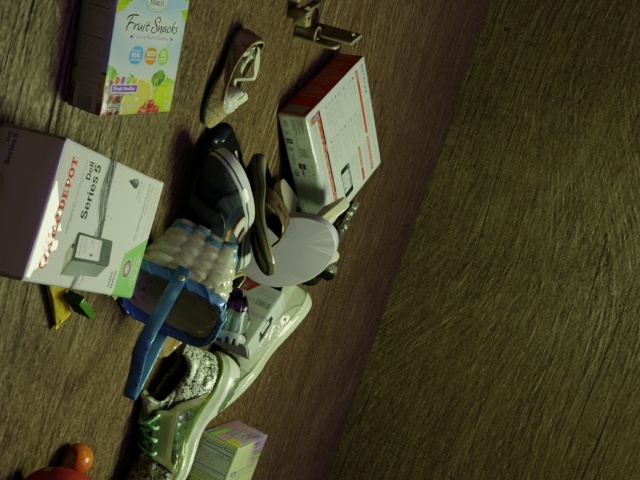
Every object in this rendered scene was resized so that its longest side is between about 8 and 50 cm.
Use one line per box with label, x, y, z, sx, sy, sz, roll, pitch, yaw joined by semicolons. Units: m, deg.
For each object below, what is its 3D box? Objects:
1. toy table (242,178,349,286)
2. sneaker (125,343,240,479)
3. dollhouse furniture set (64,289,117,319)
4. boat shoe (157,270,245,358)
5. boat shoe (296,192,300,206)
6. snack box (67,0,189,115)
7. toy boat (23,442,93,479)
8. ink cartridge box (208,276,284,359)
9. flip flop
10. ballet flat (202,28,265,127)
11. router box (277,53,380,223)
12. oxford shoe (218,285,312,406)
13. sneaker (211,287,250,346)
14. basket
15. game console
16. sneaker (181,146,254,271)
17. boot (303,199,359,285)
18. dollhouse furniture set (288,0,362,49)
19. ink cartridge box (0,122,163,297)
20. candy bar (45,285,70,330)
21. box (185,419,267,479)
toy table;-0.059;-0.012;1.856;0.252;0.274;0.161;64;31;-23
sneaker;-0.355;0.399;1.680;0.182;0.158;0.410;41;70;-38
dollhouse furniture set;-0.365;0.055;1.280;0.058;0.076;0.151;83;32;-61
boat shoe;-0.269;0.146;1.632;0.285;0.089;0.104;-56;158;-35
boat shoe;0.006;-0.179;2.077;0.219;0.078;0.070;-54;158;-34
snack box;-0.283;-0.297;1.138;0.174;0.070;0.207;-27;133;-63
toy boat;-0.459;0.454;1.411;0.231;0.151;0.151;73;11;-63
ink cartridge box;-0.186;0.187;1.858;0.175;0.128;0.072;-55;160;-33
flip flop;-0.105;-0.060;1.580;0.112;0.080;0.277;106;-18;-57
ballet flat;-0.164;-0.309;1.466;0.206;0.067;0.073;-69;163;2
router box;0.034;-0.256;1.939;0.301;0.082;0.335;-52;142;-38
oxford shoe;-0.197;0.267;1.942;0.130;0.169;0.449;49;62;-19
sneaker;-0.171;0.134;1.535;0.223;0.083;0.098;-131;-122;-73
basket;-0.276;0.129;1.376;0.254;0.201;0.288;122;-12;-53
game console;-0.187;-0.125;1.648;0.213;0.044;0.361;-62;161;-25
sneaker;-0.211;-0.032;1.507;0.128;0.126;0.321;-31;144;-28
boot;0.000;0.000;2.082;0.091;0.263;0.228;30;66;-31
dollhouse furniture set;0.014;-0.508;1.663;0.144;0.123;0.151;-49;154;-46
ink cartridge box;-0.363;-0.032;1.103;0.273;0.115;0.198;27;77;-72
candy bar;-0.428;0.081;1.225;0.040;0.018;0.161;-55;157;-45
box;-0.277;0.650;2.125;0.242;0.117;0.213;-69;162;2
